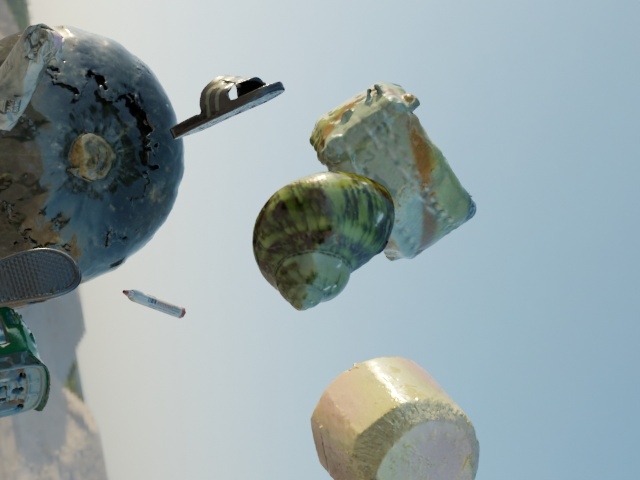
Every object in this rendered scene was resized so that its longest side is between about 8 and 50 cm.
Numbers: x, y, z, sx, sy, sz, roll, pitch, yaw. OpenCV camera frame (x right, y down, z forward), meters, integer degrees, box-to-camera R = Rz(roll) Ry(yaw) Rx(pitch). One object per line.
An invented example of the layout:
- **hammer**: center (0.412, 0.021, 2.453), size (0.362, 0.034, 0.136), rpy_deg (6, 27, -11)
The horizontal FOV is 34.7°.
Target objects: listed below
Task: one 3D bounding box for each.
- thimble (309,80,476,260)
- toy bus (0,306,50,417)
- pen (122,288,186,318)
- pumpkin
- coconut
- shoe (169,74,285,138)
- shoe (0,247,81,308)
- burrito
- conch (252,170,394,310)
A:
- **thimble**: center (0.106, -0.109, 1.540), size (0.254, 0.167, 0.288), rpy_deg (59, 5, 28)
- **toy bus**: center (-0.704, 0.243, 1.938), size (0.199, 0.343, 0.184), rpy_deg (61, -33, 34)
- **pen**: center (-0.311, 0.115, 1.911), size (0.218, 0.026, 0.026), rpy_deg (35, 38, -65)
- **pumpkin**: center (-0.453, -0.143, 1.773), size (0.344, 0.454, 0.454), rpy_deg (3, -77, 65)
- **coconut**: center (0.071, 0.193, 1.026), size (0.152, 0.147, 0.147), rpy_deg (-138, -140, -58)
- **shoe**: center (-0.122, -0.169, 1.220), size (0.179, 0.071, 0.049), rpy_deg (-16, -83, 44)
- **shoe**: center (-0.357, 0.052, 1.176), size (0.053, 0.159, 0.062), rpy_deg (132, -59, -66)
- **burrito**: center (-0.413, -0.225, 1.414), size (0.203, 0.064, 0.064), rpy_deg (-40, -125, 38)
- **conch**: center (-0.001, 0.000, 1.341), size (0.124, 0.187, 0.181), rpy_deg (12, 73, -71)
